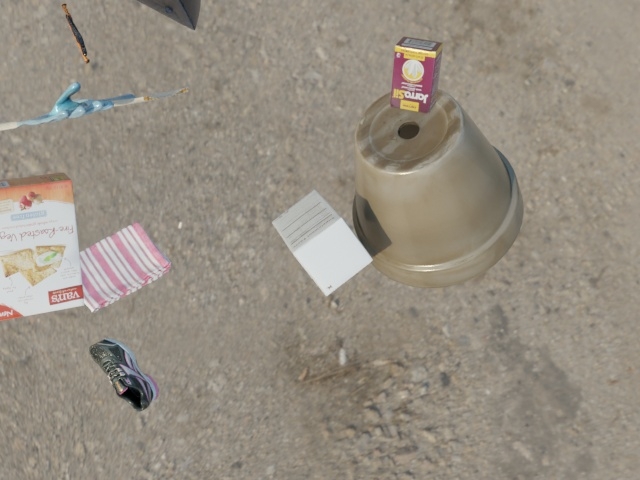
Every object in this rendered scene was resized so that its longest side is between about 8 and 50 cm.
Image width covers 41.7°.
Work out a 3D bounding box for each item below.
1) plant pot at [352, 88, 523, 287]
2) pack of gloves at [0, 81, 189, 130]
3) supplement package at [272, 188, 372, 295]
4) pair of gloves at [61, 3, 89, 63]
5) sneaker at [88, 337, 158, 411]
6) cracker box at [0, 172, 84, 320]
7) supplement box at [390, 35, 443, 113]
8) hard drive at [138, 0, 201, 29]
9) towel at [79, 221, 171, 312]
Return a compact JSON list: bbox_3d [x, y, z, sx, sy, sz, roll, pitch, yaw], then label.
[{"bbox_3d":[0.190,-0.118,1.514,0.323,0.280,0.323,-9,57,14],"label":"plant pot"},{"bbox_3d":[-0.333,-0.200,1.173,0.195,0.232,0.046,-27,110,-45],"label":"pack of gloves"},{"bbox_3d":[0.000,0.000,1.481,0.105,0.179,0.105,-37,115,-1],"label":"supplement package"},{"bbox_3d":[-0.338,-0.287,1.166,0.010,0.083,0.074,-24,97,-12],"label":"pair of gloves"},{"bbox_3d":[-0.405,0.277,1.723,0.178,0.072,0.077,45,17,-11],"label":"sneaker"},{"bbox_3d":[-0.497,0.010,1.436,0.155,0.067,0.233,-10,112,-26],"label":"cracker box"},{"bbox_3d":[0.122,-0.211,1.068,0.054,0.083,0.043,12,34,16],"label":"supplement box"},{"bbox_3d":[-0.262,-0.403,1.161,0.172,0.255,0.054,30,81,18],"label":"hard drive"},{"bbox_3d":[-0.432,0.051,1.767,0.197,0.029,0.144,-31,64,-27],"label":"towel"}]
